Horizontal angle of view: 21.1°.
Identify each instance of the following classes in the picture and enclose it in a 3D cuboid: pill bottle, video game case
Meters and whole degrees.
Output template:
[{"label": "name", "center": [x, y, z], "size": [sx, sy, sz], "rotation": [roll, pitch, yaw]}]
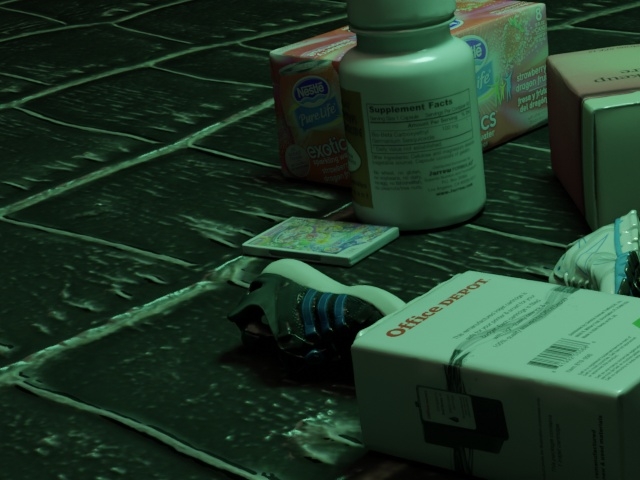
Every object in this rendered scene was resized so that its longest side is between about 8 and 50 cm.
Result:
[{"label": "pill bottle", "center": [0.085, -0.135, 1.638], "size": [0.131, 0.229, 0.131], "rotation": [-6, 18, 2]}, {"label": "video game case", "center": [0.000, 0.000, 1.608], "size": [0.122, 0.011, 0.087], "rotation": [7, 22, 34]}]

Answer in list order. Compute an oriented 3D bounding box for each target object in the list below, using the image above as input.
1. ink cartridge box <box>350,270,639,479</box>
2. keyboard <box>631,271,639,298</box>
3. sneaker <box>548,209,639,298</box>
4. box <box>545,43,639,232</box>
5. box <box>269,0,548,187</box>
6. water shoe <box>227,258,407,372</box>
[{"label": "ink cartridge box", "center": [0.147, 0.095, 1.154], "size": [0.208, 0.087, 0.153], "rotation": [10, 25, 38]}, {"label": "keyboard", "center": [0.274, 0.053, 1.276], "size": [0.108, 0.023, 0.180], "rotation": [34, 19, -5]}, {"label": "sneaker", "center": [0.221, 0.039, 1.356], "size": [0.083, 0.071, 0.191], "rotation": [-17, 13, 15]}, {"label": "box", "center": [0.306, -0.100, 1.622], "size": [0.148, 0.127, 0.232], "rotation": [-6, 18, -1]}, {"label": "box", "center": [0.104, -0.165, 1.859], "size": [0.154, 0.142, 0.300], "rotation": [12, 26, 42]}, {"label": "water shoe", "center": [0.009, 0.076, 1.319], "size": [0.080, 0.073, 0.203], "rotation": [-45, 34, -20]}]
